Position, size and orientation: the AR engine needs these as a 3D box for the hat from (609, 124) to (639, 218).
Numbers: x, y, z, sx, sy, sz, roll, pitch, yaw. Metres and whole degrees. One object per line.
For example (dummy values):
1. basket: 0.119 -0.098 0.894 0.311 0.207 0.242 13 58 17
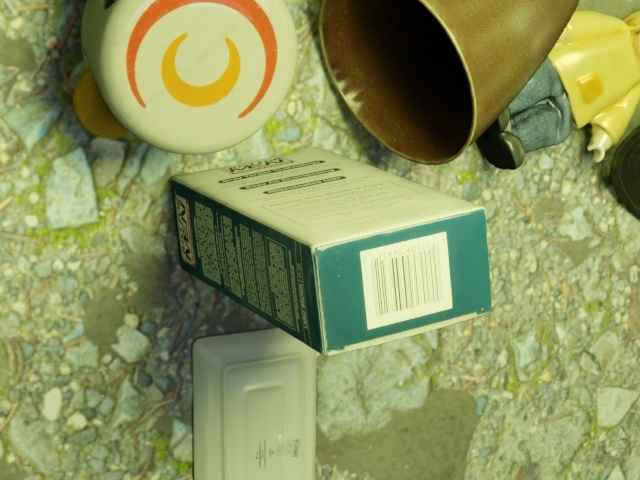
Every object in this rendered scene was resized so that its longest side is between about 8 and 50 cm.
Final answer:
1. hat: 0.486 -0.127 1.804 0.331 0.134 0.331 -2 145 -1

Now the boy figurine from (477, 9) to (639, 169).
1. boy figurine: 0.302 -0.175 1.739 0.285 0.092 0.177 -26 110 -15

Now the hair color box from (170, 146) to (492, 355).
1. hair color box: 0.000 0.000 1.485 0.174 0.347 0.105 -12 107 -23

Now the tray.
1. tray: -0.065 0.230 1.693 0.145 0.030 0.270 -7 106 -26

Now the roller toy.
1. roller toy: -0.129 -0.186 1.491 0.191 0.146 0.209 6 109 -21

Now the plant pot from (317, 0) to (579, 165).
1. plant pot: 0.153 -0.227 1.604 0.230 0.215 0.215 -36 116 -29
